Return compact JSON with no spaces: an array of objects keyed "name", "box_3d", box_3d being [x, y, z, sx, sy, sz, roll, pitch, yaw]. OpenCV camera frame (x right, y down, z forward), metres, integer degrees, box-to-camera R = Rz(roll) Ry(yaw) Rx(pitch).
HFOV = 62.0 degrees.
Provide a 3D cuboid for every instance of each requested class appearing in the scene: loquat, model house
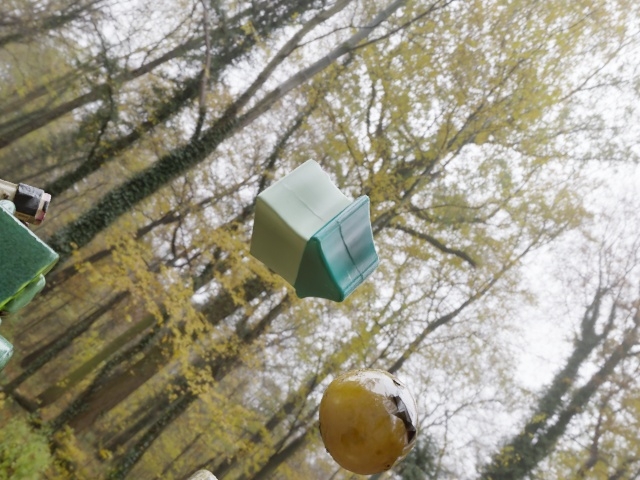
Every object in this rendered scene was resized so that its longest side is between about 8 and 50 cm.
[{"name":"loquat","box_3d":[0.107,0.402,1.204,0.235,0.235,0.234,35,-32,27]},{"name":"model house","box_3d":[0.000,0.000,0.651,0.149,0.100,0.127,40,-35,17]}]

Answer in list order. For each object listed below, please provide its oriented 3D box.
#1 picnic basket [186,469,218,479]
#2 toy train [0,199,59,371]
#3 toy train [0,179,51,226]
[{"name":"picnic basket","box_3d":[-0.148,0.485,0.648,0.313,0.228,0.175,45,-1,12]},{"name":"toy train","box_3d":[-0.389,-0.018,0.476,0.330,0.178,0.139,46,-32,-14]},{"name":"toy train","box_3d":[-0.453,-0.060,0.741,0.138,0.050,0.087,20,-22,-31]}]
